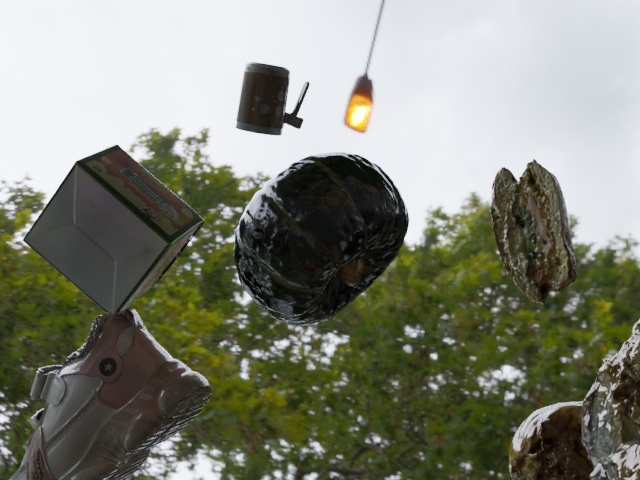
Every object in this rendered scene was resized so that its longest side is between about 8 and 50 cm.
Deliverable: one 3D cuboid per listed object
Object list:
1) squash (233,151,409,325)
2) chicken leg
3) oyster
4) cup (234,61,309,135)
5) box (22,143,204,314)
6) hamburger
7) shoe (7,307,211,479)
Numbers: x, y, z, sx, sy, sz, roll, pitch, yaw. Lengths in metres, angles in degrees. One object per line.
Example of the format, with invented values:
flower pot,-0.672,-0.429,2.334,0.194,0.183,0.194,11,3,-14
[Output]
squash,0.000,0.000,1.123,0.252,0.165,0.252,-33,-32,-24
chicken leg,0.534,0.329,1.391,0.409,0.295,0.182,-5,-122,-17
oyster,0.407,0.225,1.086,0.354,0.107,0.201,-59,-17,-27
cup,-0.070,-0.207,1.210,0.102,0.074,0.099,8,-77,-5
box,-0.329,-0.018,1.323,0.195,0.177,0.148,41,-158,0
hamburger,0.427,-0.007,1.635,0.156,0.144,0.283,24,-125,-64
shoe,-0.340,0.262,1.216,0.351,0.172,0.198,-40,-105,3
